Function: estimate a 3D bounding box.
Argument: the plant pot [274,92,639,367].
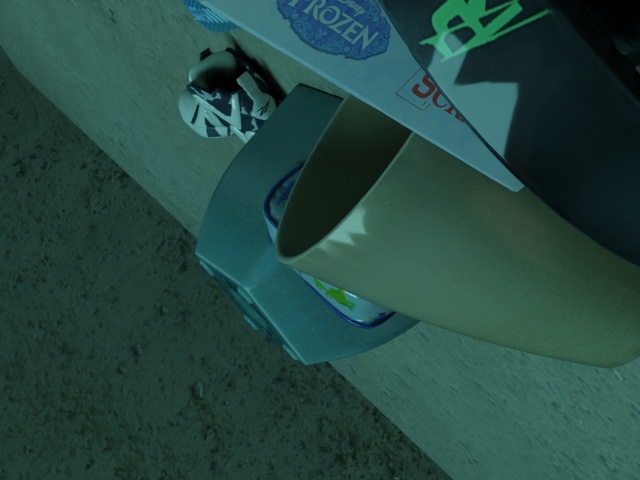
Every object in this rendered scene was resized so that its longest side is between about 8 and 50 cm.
[{"bbox_3d":[0.149,-0.022,0.860,0.274,0.256,0.256,32,171,-14],"label":"plant pot"}]

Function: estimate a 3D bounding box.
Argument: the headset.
[{"bbox_3d":[0.141,-0.079,0.488,0.394,0.185,0.243,6,-125,-44],"label":"headset"}]

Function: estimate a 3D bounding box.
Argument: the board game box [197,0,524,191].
[{"bbox_3d":[-0.027,-0.199,0.595,0.319,0.066,0.318,24,-150,-45],"label":"board game box"}]

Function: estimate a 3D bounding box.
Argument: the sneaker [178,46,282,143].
[{"bbox_3d":[-0.144,-0.213,1.525,0.235,0.094,0.153,33,161,48],"label":"sneaker"}]

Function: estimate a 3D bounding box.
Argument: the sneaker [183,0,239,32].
[{"bbox_3d":[-0.030,-0.253,1.037,0.229,0.092,0.087,11,144,38],"label":"sneaker"}]

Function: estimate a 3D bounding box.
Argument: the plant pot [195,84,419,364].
[{"bbox_3d":[0.000,0.000,1.336,0.248,0.252,0.247,29,158,54],"label":"plant pot"}]

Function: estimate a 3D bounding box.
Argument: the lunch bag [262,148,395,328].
[{"bbox_3d":[0.062,-0.037,1.080,0.176,0.219,0.090,41,160,24],"label":"lunch bag"}]
